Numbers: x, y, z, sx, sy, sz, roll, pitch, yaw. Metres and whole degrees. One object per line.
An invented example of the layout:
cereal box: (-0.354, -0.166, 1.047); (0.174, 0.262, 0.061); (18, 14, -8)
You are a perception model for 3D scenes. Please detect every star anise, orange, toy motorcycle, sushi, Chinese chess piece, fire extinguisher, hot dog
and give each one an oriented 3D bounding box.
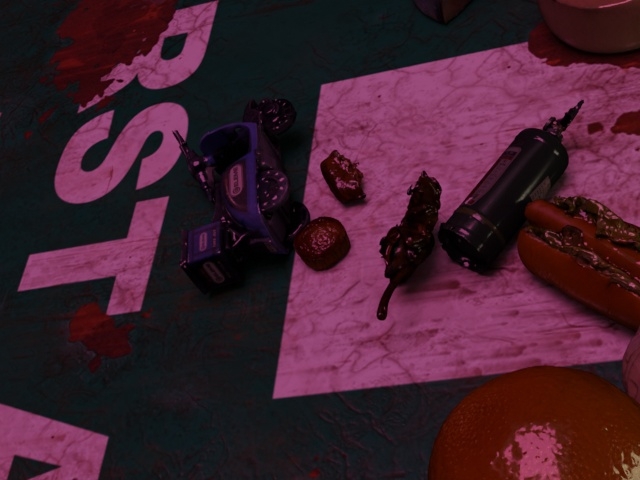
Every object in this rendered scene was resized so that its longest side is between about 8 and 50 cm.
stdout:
star anise: (0.122, 0.013, 1.693); (0.073, 0.177, 0.234); (26, 82, 0)
orange: (0.252, 0.274, 1.291); (0.274, 0.274, 0.274); (-14, 47, 16)
toy motorcycle: (-0.134, -0.095, 1.911); (0.212, 0.125, 0.358); (-18, 45, 15)
sushi: (0.039, -0.104, 1.883); (0.060, 0.061, 0.118); (-26, 64, -8)
Chinese chess piece: (0.483, -0.420, 1.899); (0.273, 0.102, 0.273); (-15, 45, 16)
fire extinguisher: (0.288, -0.089, 1.714); (0.093, 0.118, 0.294); (38, 71, 7)
hot dog: (0.388, 0.031, 1.549); (0.135, 0.100, 0.337); (-45, 47, -13)

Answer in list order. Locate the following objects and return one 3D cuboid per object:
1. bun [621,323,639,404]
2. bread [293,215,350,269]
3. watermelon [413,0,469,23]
bun: (0.439, 0.132, 1.339); (0.193, 0.128, 0.178); (-28, 14, 23)
bread: (0.000, 0.000, 1.807); (0.085, 0.053, 0.085); (-14, 47, 16)
watermelon: (0.243, -0.568, 2.099); (0.188, 0.175, 0.322); (25, 65, 39)
